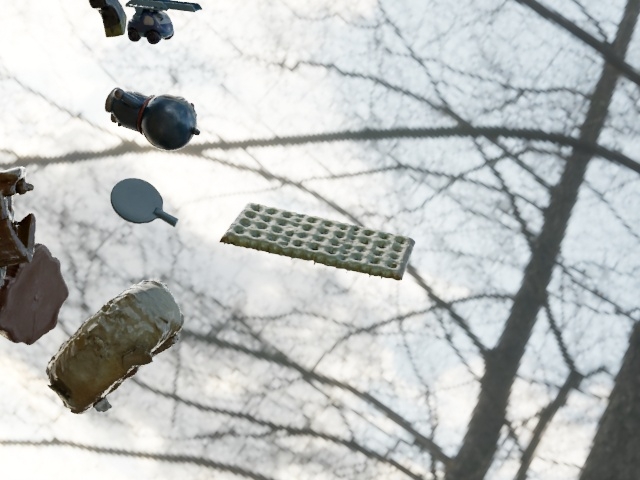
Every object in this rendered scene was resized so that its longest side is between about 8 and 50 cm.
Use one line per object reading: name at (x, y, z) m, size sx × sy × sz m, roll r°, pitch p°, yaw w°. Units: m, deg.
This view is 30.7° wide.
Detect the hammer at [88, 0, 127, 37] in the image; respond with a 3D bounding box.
hammer at (-0.397, -0.443, 2.009) m, size 0.041 × 0.159 × 0.226 m, roll -2°, pitch -27°, yaw 19°

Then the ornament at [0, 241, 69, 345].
ornament at (-0.675, 0.087, 2.417) m, size 0.217 × 0.235 × 0.221 m, roll 15°, pitch -67°, yaw 23°

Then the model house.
model house at (-0.621, -0.016, 2.164) m, size 0.199 × 0.219 × 0.229 m, roll -4°, pitch -85°, yaw 7°

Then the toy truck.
toy truck at (-0.267, -0.373, 1.989) m, size 0.136 × 0.063 × 0.074 m, roll 10°, pitch -67°, yaw 19°

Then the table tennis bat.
table tennis bat at (-0.369, -0.074, 2.452) m, size 0.155 × 0.100 × 0.019 m, roll 28°, pitch -25°, yaw -1°

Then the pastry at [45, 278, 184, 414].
pastry at (-0.313, 0.168, 1.827) m, size 0.121 × 0.235 × 0.257 m, roll 49°, pitch -1°, yaw 3°

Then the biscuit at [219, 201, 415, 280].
biscuit at (0.000, 0.000, 1.475) m, size 0.231 × 0.139 × 0.016 m, roll 13°, pitch -67°, yaw 7°

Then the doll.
doll at (-0.248, -0.184, 1.754) m, size 0.151 × 0.086 × 0.114 m, roll 19°, pitch -18°, yaw 16°
